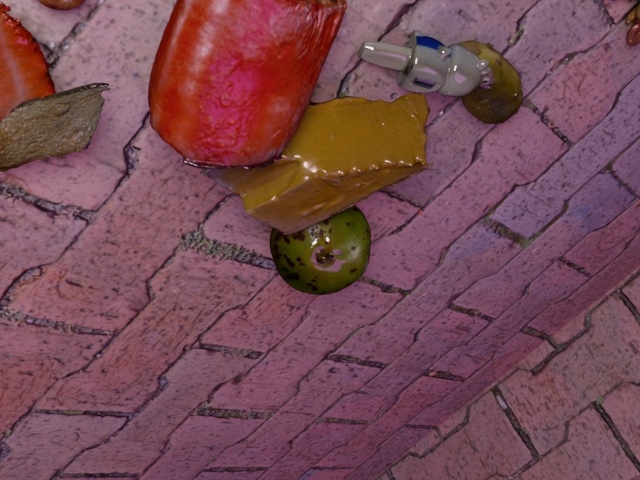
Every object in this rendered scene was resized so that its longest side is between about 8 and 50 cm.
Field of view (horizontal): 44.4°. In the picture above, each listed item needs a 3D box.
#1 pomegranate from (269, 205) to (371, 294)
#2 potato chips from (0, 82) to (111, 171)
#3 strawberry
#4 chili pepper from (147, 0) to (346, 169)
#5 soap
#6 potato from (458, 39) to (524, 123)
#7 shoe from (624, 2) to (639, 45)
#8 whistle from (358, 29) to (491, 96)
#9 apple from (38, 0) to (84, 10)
[{"bbox_3d":[0.000,0.000,1.592,0.211,0.211,0.263,-33,-169,6],"label":"pomegranate"},{"bbox_3d":[-0.375,-0.150,1.078,0.209,0.026,0.142,-41,153,15],"label":"potato chips"},{"bbox_3d":[-0.445,-0.220,1.014,0.174,0.098,0.228,-26,152,-17],"label":"strawberry"},{"bbox_3d":[-0.095,-0.272,1.110,0.251,0.229,0.305,8,133,-30],"label":"chili pepper"},{"bbox_3d":[0.002,-0.174,1.312,0.338,0.169,0.304,-26,155,18],"label":"soap"},{"bbox_3d":[0.316,-0.303,1.497,0.117,0.090,0.225,-33,140,17],"label":"potato"},{"bbox_3d":[0.658,-0.443,1.582,0.069,0.072,0.109,-51,178,-21],"label":"shoe"},{"bbox_3d":[0.185,-0.308,1.363,0.244,0.092,0.110,11,160,-11],"label":"whistle"},{"bbox_3d":[-0.330,-0.335,0.986,0.083,0.071,0.084,-20,153,-10],"label":"apple"}]
